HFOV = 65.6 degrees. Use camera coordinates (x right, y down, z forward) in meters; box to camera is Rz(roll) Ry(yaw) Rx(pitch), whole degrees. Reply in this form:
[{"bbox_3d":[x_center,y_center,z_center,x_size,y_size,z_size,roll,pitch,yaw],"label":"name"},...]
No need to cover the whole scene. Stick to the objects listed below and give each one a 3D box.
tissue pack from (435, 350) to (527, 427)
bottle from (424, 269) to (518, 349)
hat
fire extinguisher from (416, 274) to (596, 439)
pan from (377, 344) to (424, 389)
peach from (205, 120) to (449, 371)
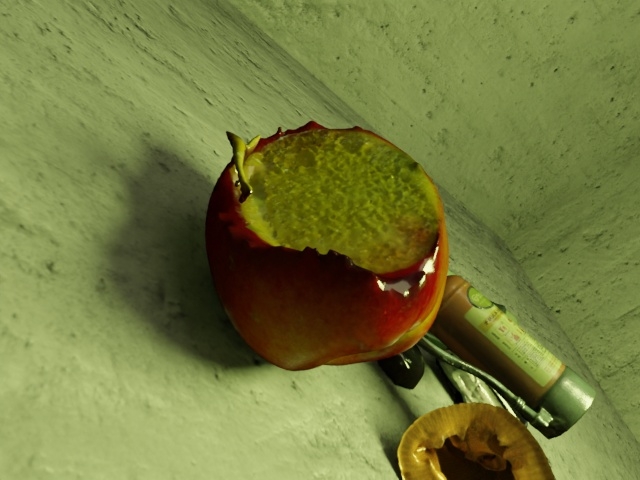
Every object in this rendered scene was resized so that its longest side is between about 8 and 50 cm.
[{"bbox_3d":[0.414,0.324,1.218,0.245,0.123,0.332,57,24,14],"label":"tissue pack"},{"bbox_3d":[0.243,0.139,1.036,0.347,0.168,0.168,31,22,8],"label":"bottle"},{"bbox_3d":[0.270,0.386,0.855,0.233,0.244,0.233,33,61,-70],"label":"hat"},{"bbox_3d":[0.263,0.162,0.835,0.376,0.113,0.200,43,16,22],"label":"fire extinguisher"},{"bbox_3d":[0.159,0.209,1.043,0.128,0.048,0.202,28,30,-38],"label":"pan"},{"bbox_3d":[0.005,0.021,0.739,0.335,0.310,0.406,-15,45,-22],"label":"peach"}]
